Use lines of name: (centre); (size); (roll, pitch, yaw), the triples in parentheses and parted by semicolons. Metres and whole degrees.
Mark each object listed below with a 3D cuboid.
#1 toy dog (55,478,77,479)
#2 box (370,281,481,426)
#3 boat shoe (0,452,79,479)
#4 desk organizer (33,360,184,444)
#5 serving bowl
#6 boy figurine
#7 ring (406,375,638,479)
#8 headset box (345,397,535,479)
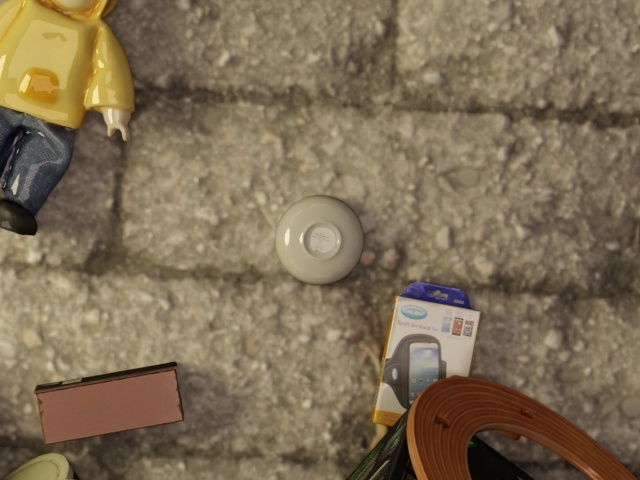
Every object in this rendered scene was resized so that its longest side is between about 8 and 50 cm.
toy dog: (-0.361, 0.206, 1.639); (0.334, 0.161, 0.220); (30, 69, 30)
box: (0.099, 0.108, 1.800); (0.081, 0.028, 0.136); (10, 91, -4)
boat shoe: (-0.306, 0.349, 1.728); (0.113, 0.127, 0.340); (44, 71, -29)
desk organizer: (-0.190, 0.147, 1.767); (0.130, 0.047, 0.050); (-10, 93, -4)
serving bowl: (0.000, 0.000, 1.791); (0.083, 0.027, 0.083); (0, 91, -4)
boy figurine: (-0.242, -0.146, 1.741); (0.177, 0.092, 0.285); (24, 91, -2)
ring: (0.206, 0.249, 1.676); (0.336, 0.336, 0.032); (38, 114, -4)
headset box: (0.127, 0.298, 1.682); (0.246, 0.283, 0.131); (37, 114, -3)
